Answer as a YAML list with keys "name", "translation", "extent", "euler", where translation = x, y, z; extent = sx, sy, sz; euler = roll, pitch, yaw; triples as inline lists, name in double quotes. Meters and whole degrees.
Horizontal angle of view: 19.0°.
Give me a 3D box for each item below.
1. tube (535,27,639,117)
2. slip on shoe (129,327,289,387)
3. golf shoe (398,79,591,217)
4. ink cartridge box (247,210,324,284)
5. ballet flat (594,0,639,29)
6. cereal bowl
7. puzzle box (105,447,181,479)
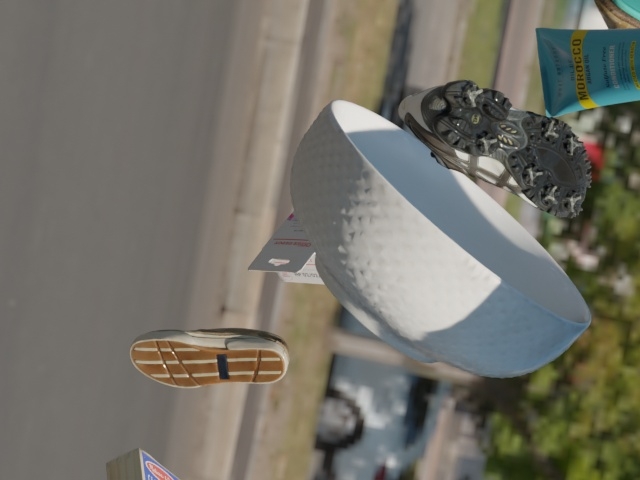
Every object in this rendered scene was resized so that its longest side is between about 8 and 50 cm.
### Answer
- name: "tube"
  translation: [0.263, -0.149, 1.627]
  extent: [0.207, 0.052, 0.080]
  euler: [0, -85, 51]
- name: "slip on shoe"
  translation: [-0.094, 0.094, 1.636]
  extent: [0.041, 0.135, 0.051]
  euler: [-80, 168, -61]
- name: "golf shoe"
  translation: [0.151, -0.083, 1.644]
  extent: [0.094, 0.198, 0.077]
  euler: [8, -110, 53]
- name: "ink cartridge box"
  translation: [0.000, 0.000, 2.496]
  extent: [0.181, 0.104, 0.061]
  euler: [-50, 124, -30]
- name: "ballet flat"
  translation: [0.403, -0.228, 2.080]
  extent: [0.342, 0.116, 0.124]
  euler: [-13, 150, -40]
- name: "cereal bowl"
  translation: [0.098, 0.019, 1.904]
  extent: [0.141, 0.339, 0.339]
  euler: [-50, -179, 13]
- name: "puzzle box"
  translation: [-0.111, 0.449, 2.283]
  extent: [0.409, 0.052, 0.272]
  euler: [46, 24, -46]
